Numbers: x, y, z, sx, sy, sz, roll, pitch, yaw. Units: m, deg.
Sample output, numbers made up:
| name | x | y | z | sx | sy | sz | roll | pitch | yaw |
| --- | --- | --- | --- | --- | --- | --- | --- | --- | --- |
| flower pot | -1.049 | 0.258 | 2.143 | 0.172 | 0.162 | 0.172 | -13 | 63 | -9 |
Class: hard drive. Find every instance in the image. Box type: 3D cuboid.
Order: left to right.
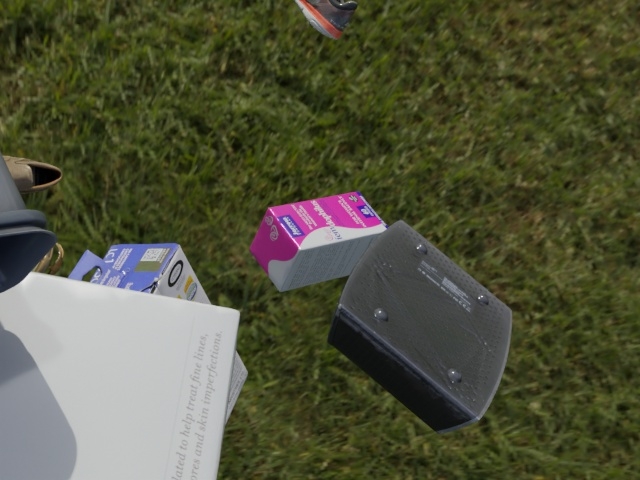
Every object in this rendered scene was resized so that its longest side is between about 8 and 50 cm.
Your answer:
| name | x | y | z | sx | sy | sz | roll | pitch | yaw |
| --- | --- | --- | --- | --- | --- | --- | --- | --- | --- |
| hard drive | 0.098 | 0.078 | 0.970 | 0.172 | 0.255 | 0.054 | 39 | 114 | 1 |

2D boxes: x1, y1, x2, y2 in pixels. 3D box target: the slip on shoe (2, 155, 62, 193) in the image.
| name | x | y | z | sx | sy | sz | roll | pitch | yaw |
| --- | --- | --- | --- | --- | --- | --- | --- | --- | --- |
| slip on shoe | -0.379 | -0.080 | 1.268 | 0.041 | 0.135 | 0.051 | -4 | 87 | 25 |

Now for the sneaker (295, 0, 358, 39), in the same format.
| name | x | y | z | sx | sy | sz | roll | pitch | yaw |
| --- | --- | --- | --- | --- | --- | --- | --- | --- | --- |
| sneaker | -0.010 | -0.313 | 1.211 | 0.065 | 0.061 | 0.158 | -45 | 76 | 23 |

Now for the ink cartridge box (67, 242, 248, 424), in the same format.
| name | x | y | z | sx | sy | sz | roll | pitch | yaw |
| --- | --- | --- | --- | --- | --- | --- | --- | --- | --- |
| ink cartridge box | -0.291 | 0.190 | 1.695 | 0.151 | 0.395 | 0.270 | -1 | 42 | 24 |

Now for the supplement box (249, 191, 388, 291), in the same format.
| name | x | y | z | sx | sy | sz | roll | pitch | yaw |
| --- | --- | --- | --- | --- | --- | --- | --- | --- | --- |
| supplement box | 0.000 | 0.000 | 1.829 | 0.220 | 0.114 | 0.111 | -14 | 53 | -39 |

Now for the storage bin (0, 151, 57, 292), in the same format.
| name | x | y | z | sx | sy | sz | roll | pitch | yaw |
| --- | --- | --- | --- | --- | --- | --- | --- | --- | --- |
| storage bin | -0.211 | -0.016 | 0.482 | 0.135 | 0.098 | 0.091 | -10 | 72 | -40 |

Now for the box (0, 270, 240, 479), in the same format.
| name | x | y | z | sx | sy | sz | roll | pitch | yaw |
| --- | --- | --- | --- | --- | --- | --- | --- | --- | --- |
| box | -0.152 | 0.124 | 0.582 | 0.182 | 0.119 | 0.181 | 11 | 64 | -7 |

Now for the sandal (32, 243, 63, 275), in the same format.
| name | x | y | z | sx | sy | sz | roll | pitch | yaw |
| --- | --- | --- | --- | --- | --- | --- | --- | --- | --- |
| sandal | -0.402 | 0.028 | 1.476 | 0.049 | 0.180 | 0.072 | 31 | 84 | -18 |
